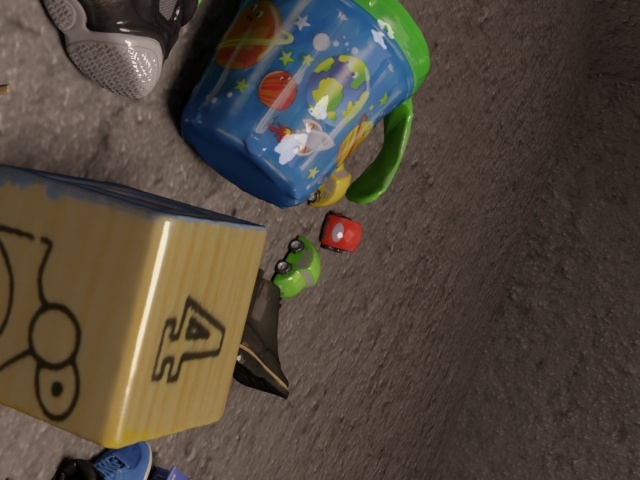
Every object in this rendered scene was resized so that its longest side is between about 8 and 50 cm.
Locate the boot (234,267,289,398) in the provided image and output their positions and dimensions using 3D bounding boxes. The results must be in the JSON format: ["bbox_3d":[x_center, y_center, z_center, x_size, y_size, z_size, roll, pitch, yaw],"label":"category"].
[{"bbox_3d":[-0.072,0.138,1.321,0.198,0.077,0.137,61,44,-61],"label":"boot"}]

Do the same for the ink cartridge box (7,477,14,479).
[{"bbox_3d":[-0.305,0.298,0.938,0.063,0.029,0.115,-56,151,-38],"label":"ink cartridge box"}]

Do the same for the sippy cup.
[{"bbox_3d":[-0.032,-0.166,1.041,0.224,0.305,0.240,-56,-178,-13],"label":"sippy cup"}]

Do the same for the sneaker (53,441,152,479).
[{"bbox_3d":[-0.241,0.260,1.023,0.152,0.058,0.084,-44,152,-39],"label":"sneaker"}]

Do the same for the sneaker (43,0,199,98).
[{"bbox_3d":[-0.172,-0.261,0.798,0.268,0.101,0.153,83,31,-54],"label":"sneaker"}]

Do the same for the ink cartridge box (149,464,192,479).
[{"bbox_3d":[-0.202,0.420,1.215,0.185,0.065,0.311,-62,157,-26],"label":"ink cartridge box"}]

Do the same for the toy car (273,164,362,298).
[{"bbox_3d":[0.000,0.000,1.414,0.225,0.053,0.239,-60,153,-30],"label":"toy car"}]

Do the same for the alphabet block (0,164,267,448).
[{"bbox_3d":[-0.186,0.055,0.848,0.193,0.192,0.197,7,99,-65],"label":"alphabet block"}]

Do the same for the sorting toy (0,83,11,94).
[{"bbox_3d":[-0.261,-0.137,0.655,0.132,0.046,0.274,-82,168,-64],"label":"sorting toy"}]
